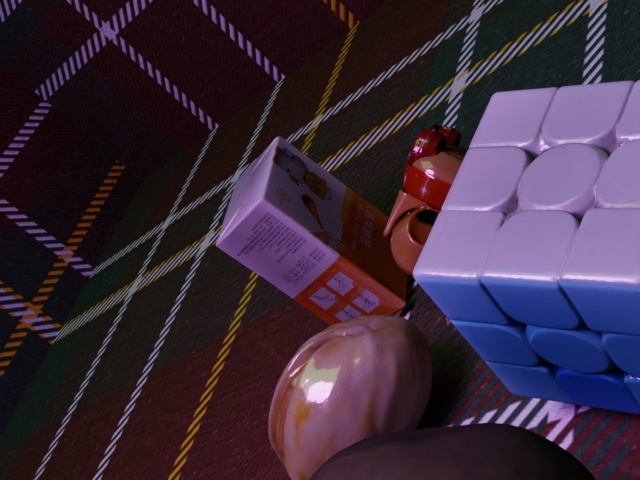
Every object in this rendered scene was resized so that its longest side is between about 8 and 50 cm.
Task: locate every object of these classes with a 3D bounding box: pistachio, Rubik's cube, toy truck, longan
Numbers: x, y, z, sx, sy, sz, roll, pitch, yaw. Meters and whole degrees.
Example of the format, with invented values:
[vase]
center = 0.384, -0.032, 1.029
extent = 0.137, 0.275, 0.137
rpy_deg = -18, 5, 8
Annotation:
[pistachio]
center = 0.044, 0.248, 1.483
extent = 0.309, 0.229, 0.230
rpy_deg = -65, 22, 5
[Rubik's cube]
center = 0.335, 0.012, 1.151
extent = 0.290, 0.292, 0.291
rpy_deg = 2, 54, 42
[toy truck]
center = 0.218, -0.059, 1.680
extent = 0.239, 0.189, 0.265
rpy_deg = -68, -14, 16
[longan]
center = 0.133, 0.344, 0.989
extent = 0.361, 0.361, 0.361
rpy_deg = -39, 24, 21

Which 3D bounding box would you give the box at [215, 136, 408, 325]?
[box]
center = 0.000, 0.000, 1.801
extent = 0.143, 0.341, 0.225
rpy_deg = -44, 21, 32
